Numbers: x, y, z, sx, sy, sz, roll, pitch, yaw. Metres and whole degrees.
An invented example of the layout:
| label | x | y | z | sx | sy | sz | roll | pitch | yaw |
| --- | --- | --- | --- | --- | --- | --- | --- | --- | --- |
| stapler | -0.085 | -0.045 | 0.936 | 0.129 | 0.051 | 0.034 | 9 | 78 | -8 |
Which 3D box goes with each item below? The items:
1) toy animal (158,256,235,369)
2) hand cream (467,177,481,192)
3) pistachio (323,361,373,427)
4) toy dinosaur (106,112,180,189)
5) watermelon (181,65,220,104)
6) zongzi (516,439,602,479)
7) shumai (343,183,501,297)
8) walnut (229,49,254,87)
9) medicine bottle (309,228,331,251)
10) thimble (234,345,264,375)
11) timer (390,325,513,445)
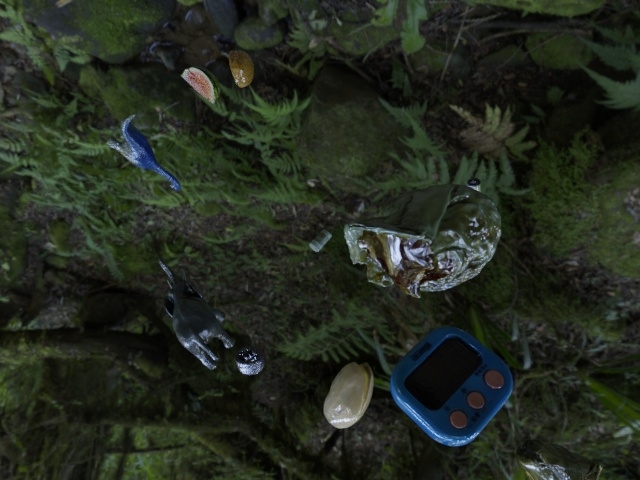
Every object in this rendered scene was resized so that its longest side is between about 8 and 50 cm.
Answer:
| label | x | y | z | sx | sy | sz | roll | pitch | yaw |
| --- | --- | --- | --- | --- | --- | --- | --- | --- | --- |
| toy animal | -0.262 | 0.147 | 0.963 | 0.082 | 0.269 | 0.137 | -36 | 136 | -6 |
| hand cream | 0.680 | -0.192 | 2.062 | 0.086 | 0.055 | 0.235 | -5 | 142 | 15 |
| pistachio | 0.090 | 0.444 | 1.322 | 0.117 | 0.145 | 0.200 | 26 | 103 | -33 |
| toy dinosaur | -0.396 | -0.199 | 1.084 | 0.188 | 0.075 | 0.248 | 34 | 158 | -16 |
| watermelon | -0.416 | -0.579 | 1.662 | 0.163 | 0.087 | 0.069 | 40 | 165 | 1 |
| zongzi | 0.552 | 0.620 | 1.137 | 0.221 | 0.242 | 0.112 | 26 | 176 | -17 |
| shumai | 0.231 | -0.025 | 1.076 | 0.330 | 0.291 | 0.288 | -19 | 153 | 28 |
| walnut | -0.210 | -0.475 | 1.270 | 0.052 | 0.121 | 0.091 | -15 | 145 | 10 |
| medicine bottle | 0.000 | 0.000 | 1.789 | 0.047 | 0.083 | 0.047 | 36 | 157 | 18 |
| thimble | -0.263 | 0.447 | 1.722 | 0.095 | 0.104 | 0.066 | -32 | 130 | -29 |
| timer | 0.410 | 0.452 | 1.467 | 0.340 | 0.309 | 0.115 | -37 | 148 | -23 |
